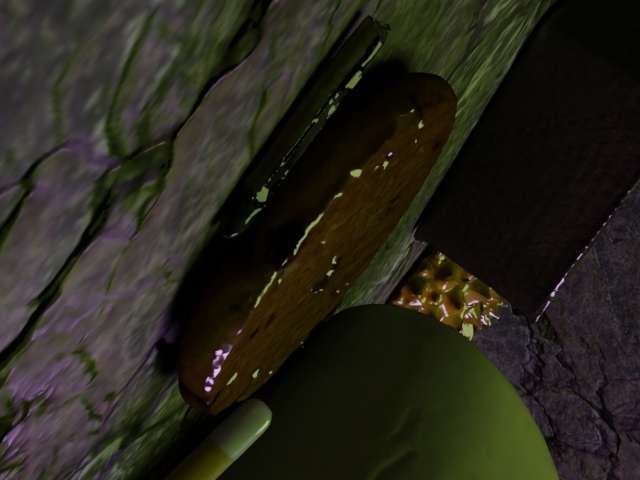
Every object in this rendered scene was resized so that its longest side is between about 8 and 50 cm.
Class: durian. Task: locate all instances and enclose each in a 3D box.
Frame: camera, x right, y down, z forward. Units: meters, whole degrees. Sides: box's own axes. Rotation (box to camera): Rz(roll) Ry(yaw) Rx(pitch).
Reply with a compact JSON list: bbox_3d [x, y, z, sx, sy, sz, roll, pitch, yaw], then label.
[{"bbox_3d":[0.143,0.094,1.194,0.341,0.112,0.191,-51,171,3],"label":"durian"}]

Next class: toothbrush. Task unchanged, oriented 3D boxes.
[{"bbox_3d":[-0.131,0.187,0.515,0.288,0.021,0.024,-44,180,-1],"label":"toothbrush"}]

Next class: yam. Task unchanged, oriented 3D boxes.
[{"bbox_3d":[-0.008,-0.044,0.390,0.107,0.014,0.014,-53,169,9],"label":"yam"}]

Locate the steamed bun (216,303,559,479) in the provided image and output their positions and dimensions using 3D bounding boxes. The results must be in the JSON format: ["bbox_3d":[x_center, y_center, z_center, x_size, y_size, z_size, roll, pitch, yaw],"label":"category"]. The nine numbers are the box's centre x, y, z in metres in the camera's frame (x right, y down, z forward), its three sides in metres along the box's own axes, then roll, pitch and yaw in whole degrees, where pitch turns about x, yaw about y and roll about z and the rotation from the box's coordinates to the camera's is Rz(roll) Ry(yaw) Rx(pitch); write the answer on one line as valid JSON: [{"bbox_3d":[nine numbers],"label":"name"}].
[{"bbox_3d":[0.042,0.317,0.773,0.371,0.290,0.455,-44,143,-48],"label":"steamed bun"}]

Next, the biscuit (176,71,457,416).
[{"bbox_3d":[0.000,0.000,0.502,0.212,0.036,0.212,-50,170,-13],"label":"biscuit"}]

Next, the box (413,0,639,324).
[{"bbox_3d":[0.227,-0.087,0.888,0.184,0.143,0.273,-41,163,-45],"label":"box"}]
